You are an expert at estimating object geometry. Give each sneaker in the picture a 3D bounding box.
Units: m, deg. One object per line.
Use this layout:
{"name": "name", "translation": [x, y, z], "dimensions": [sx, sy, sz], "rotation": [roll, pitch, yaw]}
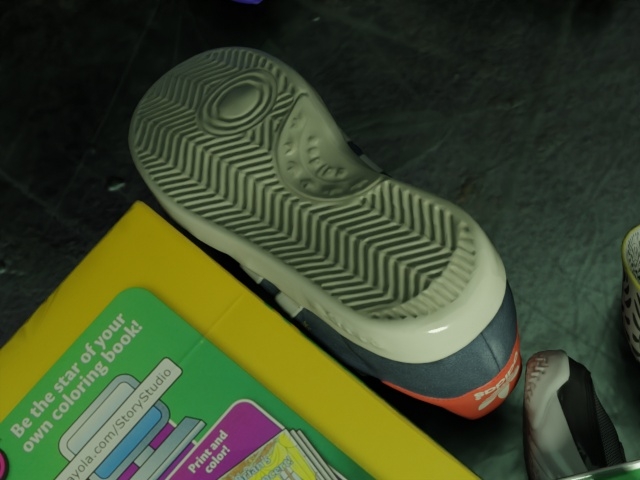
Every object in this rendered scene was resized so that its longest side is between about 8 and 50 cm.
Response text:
{"name": "sneaker", "translation": [0.214, 0.183, 0.943], "dimensions": [0.153, 0.101, 0.269], "rotation": [-14, 75, 1]}
{"name": "sneaker", "translation": [0.000, 0.000, 1.032], "dimensions": [0.131, 0.148, 0.350], "rotation": [-40, 46, -7]}

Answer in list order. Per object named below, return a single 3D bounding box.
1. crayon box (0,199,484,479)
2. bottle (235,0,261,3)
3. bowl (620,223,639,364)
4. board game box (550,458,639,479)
{"name": "crayon box", "translation": [-0.113, 0.210, 0.965], "dimensions": [0.313, 0.106, 0.363], "rotation": [38, 79, 21]}
{"name": "bottle", "translation": [-0.146, -0.273, 1.140], "dimensions": [0.282, 0.118, 0.092], "rotation": [30, 77, 15]}
{"name": "bowl", "translation": [0.250, 0.066, 0.974], "dimensions": [0.170, 0.080, 0.170], "rotation": [14, 29, -8]}
{"name": "board game box", "translation": [0.340, 0.278, 0.839], "dimensions": [0.390, 0.050, 0.390], "rotation": [-14, 82, 1]}
